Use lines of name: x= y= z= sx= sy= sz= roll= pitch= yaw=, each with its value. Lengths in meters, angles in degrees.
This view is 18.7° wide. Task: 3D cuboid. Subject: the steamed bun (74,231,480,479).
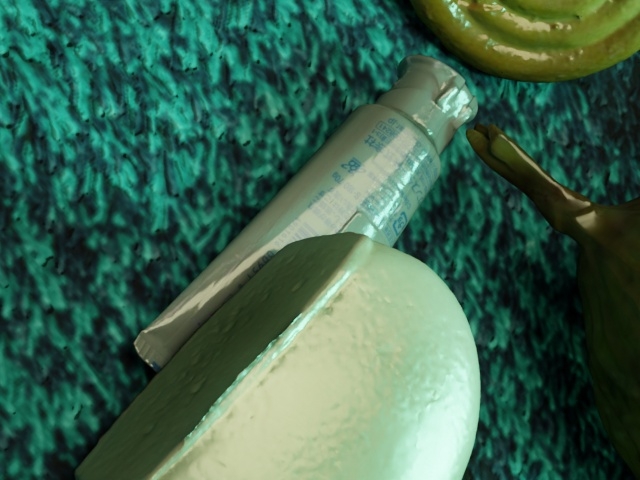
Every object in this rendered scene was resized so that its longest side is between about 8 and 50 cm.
steamed bun: x=-0.011 y=0.124 z=1.175 sx=0.242 sy=0.146 sz=0.164 roll=-47 pitch=105 yaw=-21

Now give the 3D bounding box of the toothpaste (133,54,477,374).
toothpaste: x=0.000 y=0.000 z=1.294 sx=0.114 sy=0.073 sz=0.299 roll=48 pitch=63 yaw=-20

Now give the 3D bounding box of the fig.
fig: x=0.256 y=0.024 z=1.352 sx=0.368 sy=0.286 sz=0.286 roll=36 pitch=58 yaw=1

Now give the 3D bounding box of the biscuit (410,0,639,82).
biscuit: x=0.152 y=-0.181 z=1.404 sx=0.224 sy=0.144 sz=0.033 roll=17 pitch=25 yaw=-14
